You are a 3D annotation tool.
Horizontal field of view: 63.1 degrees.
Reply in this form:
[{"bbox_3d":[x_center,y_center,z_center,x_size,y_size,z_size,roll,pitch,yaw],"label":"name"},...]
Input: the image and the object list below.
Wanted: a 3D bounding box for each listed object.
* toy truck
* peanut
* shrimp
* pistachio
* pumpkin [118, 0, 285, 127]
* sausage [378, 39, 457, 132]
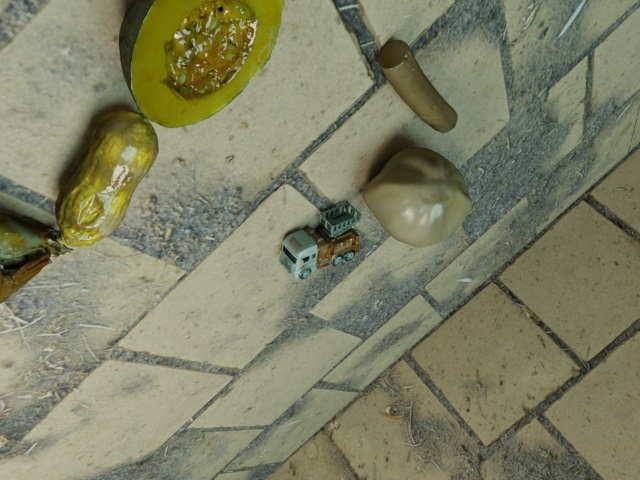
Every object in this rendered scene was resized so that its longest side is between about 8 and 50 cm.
[{"bbox_3d":[0.000,0.001,1.118,0.177,0.080,0.115,-24,142,-28],"label":"toy truck"},{"bbox_3d":[-0.282,-0.078,0.685,0.087,0.087,0.207,10,122,-53],"label":"peanut"},{"bbox_3d":[-0.395,0.021,0.654,0.217,0.051,0.115,-9,102,-80],"label":"shrimp"},{"bbox_3d":[0.212,-0.085,1.134,0.226,0.208,0.332,-1,175,18],"label":"pistachio"},{"bbox_3d":[-0.153,-0.242,0.605,0.217,0.110,0.217,-41,157,-22],"label":"pumpkin"},{"bbox_3d":[0.190,-0.275,0.980,0.066,0.066,0.301,-48,148,13],"label":"sausage"}]
